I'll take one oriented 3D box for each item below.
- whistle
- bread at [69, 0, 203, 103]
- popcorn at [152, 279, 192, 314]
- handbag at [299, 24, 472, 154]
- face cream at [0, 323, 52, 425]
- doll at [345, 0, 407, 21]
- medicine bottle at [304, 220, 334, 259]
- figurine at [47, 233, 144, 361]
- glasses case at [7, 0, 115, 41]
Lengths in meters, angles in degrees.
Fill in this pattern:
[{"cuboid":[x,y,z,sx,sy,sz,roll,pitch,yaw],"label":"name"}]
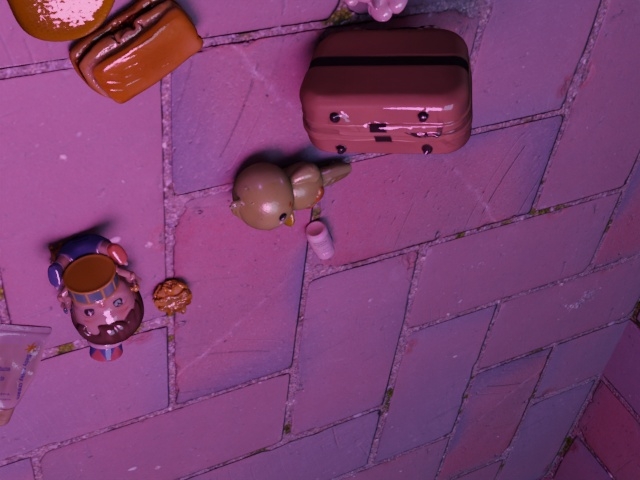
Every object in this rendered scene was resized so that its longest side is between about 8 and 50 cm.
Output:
[{"cuboid":[-0.052,-0.091,1.712,0.294,0.141,0.141,-6,133,-31],"label":"whistle"},{"cuboid":[-0.293,-0.304,1.377,0.200,0.077,0.116,-35,149,1],"label":"bread"},{"cuboid":[-0.311,0.122,1.806,0.082,0.057,0.083,5,129,-37],"label":"popcorn"},{"cuboid":[0.127,-0.290,1.548,0.301,0.283,0.149,2,142,16],"label":"handbag"},{"cuboid":[-0.628,0.266,1.733,0.114,0.070,0.224,10,115,-42],"label":"face cream"},{"cuboid":[0.060,-0.480,1.413,0.271,0.144,0.208,8,145,-37],"label":"doll"},{"cuboid":[0.000,0.000,1.906,0.052,0.052,0.089,-31,141,-5],"label":"medicine bottle"},{"cuboid":[-0.418,0.116,1.643,0.161,0.158,0.276,-18,139,-6],"label":"figurine"},{"cuboid":[-0.361,-0.451,1.121,0.173,0.141,0.371,-12,138,-5],"label":"glasses case"}]
